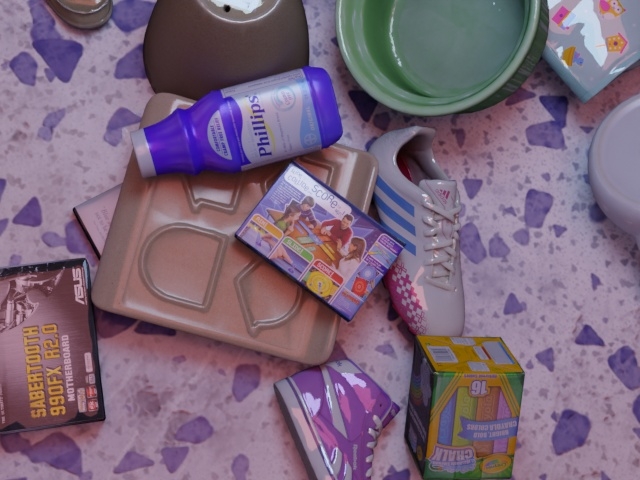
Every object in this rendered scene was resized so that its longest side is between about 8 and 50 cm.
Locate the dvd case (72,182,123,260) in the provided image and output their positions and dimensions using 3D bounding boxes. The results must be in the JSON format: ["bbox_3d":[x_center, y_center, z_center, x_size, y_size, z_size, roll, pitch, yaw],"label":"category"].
[{"bbox_3d":[-0.209,-0.026,1.606,0.253,0.022,0.180,-29,84,-13],"label":"dvd case"}]

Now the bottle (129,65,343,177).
[{"bbox_3d":[-0.116,-0.154,1.497,0.283,0.092,0.118,-15,102,-7],"label":"bottle"}]

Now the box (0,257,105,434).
[{"bbox_3d":[-0.404,0.149,1.526,0.183,0.056,0.231,-6,79,-10],"label":"box"}]

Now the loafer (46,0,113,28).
[{"bbox_3d":[-0.389,-0.442,1.627,0.102,0.092,0.268,-24,83,-12],"label":"loafer"}]

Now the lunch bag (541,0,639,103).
[{"bbox_3d":[0.425,-0.356,1.695,0.262,0.160,0.223,-38,87,-19],"label":"lunch bag"}]

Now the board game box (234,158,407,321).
[{"bbox_3d":[0.000,0.000,1.521,0.201,0.035,0.136,37,80,0],"label":"board game box"}]

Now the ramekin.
[{"bbox_3d":[0.187,-0.326,1.600,0.303,0.148,0.303,0,90,24],"label":"ramekin"}]

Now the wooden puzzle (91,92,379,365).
[{"bbox_3d":[-0.120,-0.014,1.569,0.348,0.080,0.322,15,80,-4],"label":"wooden puzzle"}]

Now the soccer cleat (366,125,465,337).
[{"bbox_3d":[0.152,-0.009,1.580,0.116,0.143,0.331,-10,79,-39],"label":"soccer cleat"}]

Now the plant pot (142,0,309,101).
[{"bbox_3d":[-0.123,-0.313,1.547,0.256,0.274,0.256,2,79,-8],"label":"plant pot"}]

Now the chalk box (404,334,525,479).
[{"bbox_3d":[0.198,0.255,1.535,0.132,0.132,0.213,1,109,-8],"label":"chalk box"}]

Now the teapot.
[{"bbox_3d":[0.530,-0.098,1.651,0.256,0.187,0.252,-33,57,3],"label":"teapot"}]

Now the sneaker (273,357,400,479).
[{"bbox_3d":[0.057,0.303,1.541,0.161,0.102,0.282,-19,82,-14],"label":"sneaker"}]
